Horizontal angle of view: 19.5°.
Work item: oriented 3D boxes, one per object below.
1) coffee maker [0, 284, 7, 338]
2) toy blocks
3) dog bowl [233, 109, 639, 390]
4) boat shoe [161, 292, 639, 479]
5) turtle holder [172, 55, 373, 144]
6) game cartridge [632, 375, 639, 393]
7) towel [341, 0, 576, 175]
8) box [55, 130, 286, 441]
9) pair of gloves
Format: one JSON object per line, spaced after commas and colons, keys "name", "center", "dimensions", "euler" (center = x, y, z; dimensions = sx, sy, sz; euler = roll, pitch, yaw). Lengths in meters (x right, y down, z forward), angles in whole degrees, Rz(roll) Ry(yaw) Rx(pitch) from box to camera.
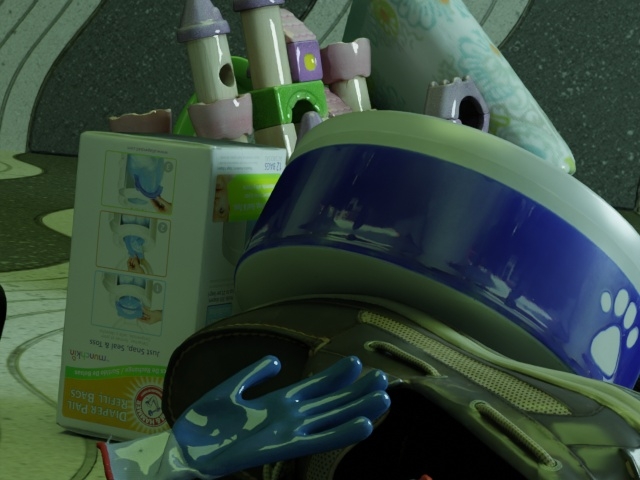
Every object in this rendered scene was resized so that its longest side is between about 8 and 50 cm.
{"name": "coffee maker", "center": [-0.311, 0.053, 1.301], "dimensions": [0.178, 0.120, 0.171], "euler": [9, 7, 29]}
{"name": "toy blocks", "center": [-0.026, -0.169, 1.923], "dimensions": [0.309, 0.260, 0.288], "euler": [-6, 5, 39]}
{"name": "dog bowl", "center": [0.081, 0.037, 1.199], "dimensions": [0.265, 0.104, 0.265], "euler": [23, -25, 11]}
{"name": "boat shoe", "center": [0.033, 0.105, 1.038], "dimensions": [0.355, 0.132, 0.130], "euler": [8, 7, 39]}
{"name": "turtle holder", "center": [-0.020, -0.083, 2.231], "dimensions": [0.320, 0.243, 0.227], "euler": [-1, -9, -3]}
{"name": "game cartridge", "center": [0.190, 0.060, 1.391], "dimensions": [0.196, 0.060, 0.294], "euler": [5, -20, 34]}
{"name": "towel", "center": [0.148, -0.140, 2.141], "dimensions": [0.090, 0.320, 0.374], "euler": [-35, -12, -16]}
{"name": "box", "center": [-0.101, 0.031, 1.272], "dimensions": [0.103, 0.203, 0.114], "euler": [8, 5, 24]}
{"name": "pair of gloves", "center": [-0.025, 0.121, 0.916], "dimensions": [0.159, 0.023, 0.198], "euler": [-16, 32, -10]}
